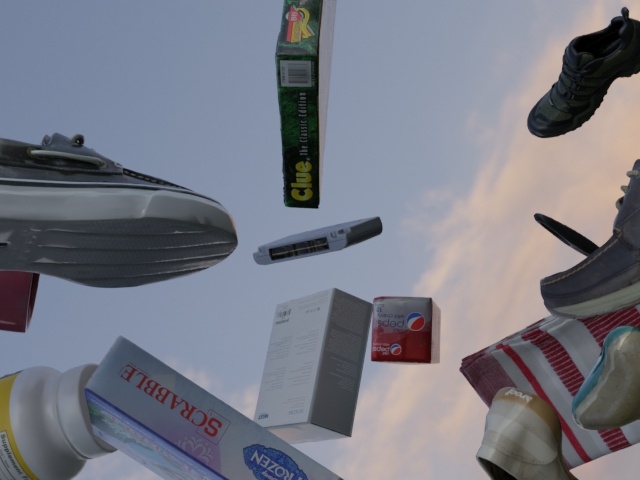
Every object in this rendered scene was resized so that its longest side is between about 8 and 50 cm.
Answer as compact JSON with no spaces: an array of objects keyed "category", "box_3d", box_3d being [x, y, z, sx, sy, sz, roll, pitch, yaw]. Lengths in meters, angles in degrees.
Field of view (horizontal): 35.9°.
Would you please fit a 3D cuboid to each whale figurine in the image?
[{"category":"whale figurine","box_3d":[0.338,0.105,0.865,0.271,0.141,0.216,2,-55,-19]}]

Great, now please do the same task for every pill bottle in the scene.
[{"category":"pill bottle","box_3d":[-0.483,0.305,1.540,0.188,0.333,0.188,-19,-90,-78]}]

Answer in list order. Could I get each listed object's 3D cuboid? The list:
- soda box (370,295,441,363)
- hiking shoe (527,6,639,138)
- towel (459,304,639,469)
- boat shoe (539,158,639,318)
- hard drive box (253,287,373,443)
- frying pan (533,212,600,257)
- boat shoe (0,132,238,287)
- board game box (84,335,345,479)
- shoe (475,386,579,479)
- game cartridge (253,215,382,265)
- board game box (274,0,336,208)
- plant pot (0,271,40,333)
[{"category":"soda box","box_3d":[0.129,0.135,1.445,0.263,0.083,0.092,36,-124,-78]},{"category":"hiking shoe","box_3d":[0.377,-0.248,1.448,0.114,0.086,0.227,27,-61,-39]},{"category":"towel","box_3d":[0.395,0.211,1.458,0.237,0.329,0.037,53,-147,-6]},{"category":"boat shoe","box_3d":[0.369,-0.030,0.991,0.132,0.355,0.130,-12,-105,-54]},{"category":"hard drive box","box_3d":[-0.015,0.215,1.668,0.089,0.181,0.232,25,-115,-28]},{"category":"frying pan","box_3d":[0.402,0.059,1.180,0.053,0.326,0.197,-55,-15,-4]},{"category":"boat shoe","box_3d":[-0.222,-0.040,0.826,0.335,0.119,0.121,7,-36,-37]},{"category":"board game box","box_3d":[-0.100,0.245,1.060,0.066,0.318,0.318,-57,-2,-21]},{"category":"shoe","box_3d":[0.166,0.198,0.765,0.058,0.076,0.219,-57,-43,-30]},{"category":"game cartridge","box_3d":[0.000,0.000,0.696,0.056,0.083,0.017,-26,-78,-52]},{"category":"board game box","box_3d":[-0.006,-0.163,0.706,0.136,0.030,0.260,92,-178,-49]},{"category":"plant pot","box_3d":[-0.484,0.019,1.377,0.201,0.180,0.202,-171,90,-77]}]
